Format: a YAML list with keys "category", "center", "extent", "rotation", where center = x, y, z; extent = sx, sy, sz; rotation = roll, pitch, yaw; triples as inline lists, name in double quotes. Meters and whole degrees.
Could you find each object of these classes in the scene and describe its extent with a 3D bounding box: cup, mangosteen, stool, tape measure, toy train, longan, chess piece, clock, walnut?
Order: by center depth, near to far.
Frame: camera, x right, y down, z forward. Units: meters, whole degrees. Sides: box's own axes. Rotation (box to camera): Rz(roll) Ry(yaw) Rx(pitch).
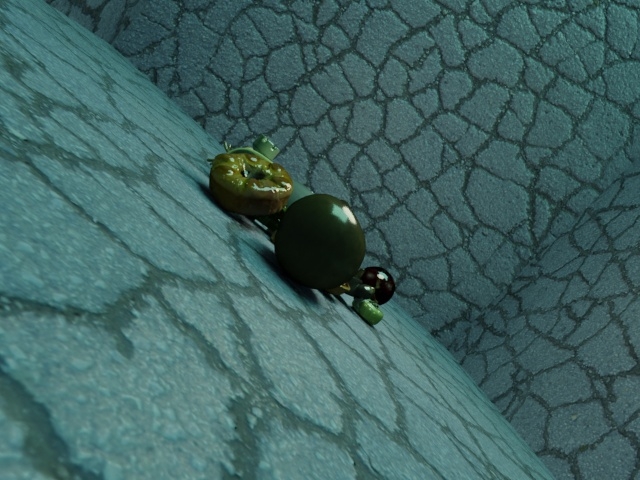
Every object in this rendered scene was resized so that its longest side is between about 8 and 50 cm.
- category: "longan"
  center: [0.000, 0.000, 1.496]
  extent: [0.361, 0.361, 0.361]
  rotation: [43, 5, -4]
- category: "walnut"
  center: [0.026, 0.156, 1.755]
  extent: [0.167, 0.087, 0.211]
  rotation: [31, 16, -45]
- category: "toy train"
  center: [-0.198, -0.108, 1.824]
  extent: [0.226, 0.137, 0.090]
  rotation: [37, 28, -18]
- category: "stool"
  center: [0.132, 0.175, 1.898]
  extent: [0.228, 0.139, 0.153]
  rotation: [26, -6, 3]
- category: "clock"
  center: [-0.354, -0.306, 1.917]
  extent: [0.308, 0.235, 0.096]
  rotation: [40, -12, 11]
- category: "tape measure"
  center: [0.216, 0.311, 1.952]
  extent: [0.154, 0.087, 0.177]
  rotation: [45, 7, 23]
- category: "chess piece"
  center: [-0.337, -0.363, 2.067]
  extent: [0.195, 0.299, 0.194]
  rotation: [43, 5, -4]
- category: "cup"
  center: [-0.139, -0.132, 2.216]
  extent: [0.274, 0.260, 0.356]
  rotation: [46, -25, 37]
- category: "mangosteen"
  center: [0.283, 0.263, 2.330]
  extent: [0.228, 0.228, 0.265]
  rotation: [43, 42, 1]

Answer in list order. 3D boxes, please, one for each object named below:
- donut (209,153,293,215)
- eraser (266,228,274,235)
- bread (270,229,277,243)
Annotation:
- category: "donut"
  center: [-0.265, -0.214, 1.632]
  extent: [0.318, 0.150, 0.299]
  rotation: [19, 30, -9]
- category: "eraser"
  center: [-0.173, -0.006, 1.932]
  extent: [0.104, 0.023, 0.150]
  rotation: [45, 5, 23]
- category: "bread"
  center: [-0.162, -0.014, 1.783]
  extent: [0.070, 0.077, 0.083]
  rotation: [46, 5, -11]
